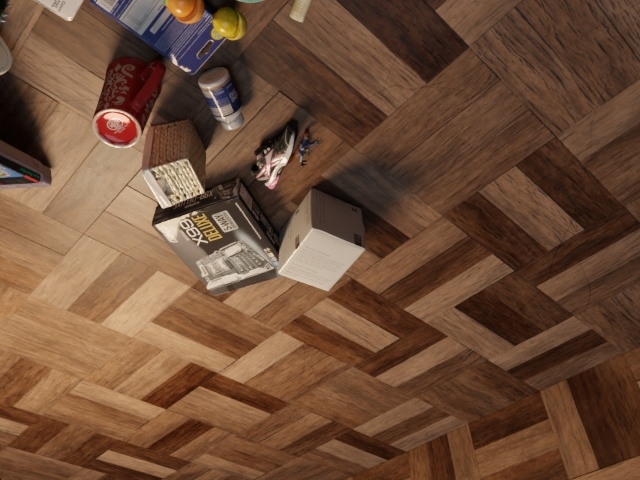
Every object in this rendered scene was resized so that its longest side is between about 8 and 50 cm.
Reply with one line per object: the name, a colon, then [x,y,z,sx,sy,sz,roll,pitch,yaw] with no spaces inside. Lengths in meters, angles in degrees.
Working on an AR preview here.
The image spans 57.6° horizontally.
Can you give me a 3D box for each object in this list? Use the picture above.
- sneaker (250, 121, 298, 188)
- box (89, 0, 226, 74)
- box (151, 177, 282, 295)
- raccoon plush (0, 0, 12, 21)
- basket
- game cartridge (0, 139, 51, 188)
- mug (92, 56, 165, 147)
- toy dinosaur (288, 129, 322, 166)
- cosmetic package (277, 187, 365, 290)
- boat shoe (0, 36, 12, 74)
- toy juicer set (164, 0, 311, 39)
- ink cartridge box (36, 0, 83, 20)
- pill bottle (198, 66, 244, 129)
sneaker: [-0.110,-0.195,1.318,0.077,0.072,0.178,23,125,-10]
box: [-0.294,-0.426,1.092,0.225,0.037,0.136,34,125,-30]
box: [-0.244,0.000,1.504,0.242,0.077,0.307,-17,134,14]
raccoon plush: [-0.628,-0.434,0.934,0.446,0.299,0.216,-22,142,37]
basket: [-0.312,-0.171,1.264,0.103,0.167,0.113,-14,135,5]
game cartridge: [-0.736,-0.161,1.191,0.230,0.068,0.355,1,173,1]
mug: [-0.379,-0.281,1.141,0.113,0.169,0.150,16,133,-18]
toy dinosaur: [-0.043,-0.211,1.325,0.090,0.047,0.082,-1,118,13]
cosmetic package: [0.000,0.000,1.462,0.151,0.151,0.184,21,130,-21]
boat shoe: [-0.737,-0.392,1.071,0.319,0.116,0.099,26,148,-25]
toy juicer set: [-0.122,-0.448,1.013,0.328,0.089,0.209,-3,129,-9]
ink cartridge box: [-0.364,-0.476,0.892,0.100,0.237,0.172,29,128,-28]
pill bottle: [-0.202,-0.292,1.212,0.067,0.067,0.120,-12,135,9]
